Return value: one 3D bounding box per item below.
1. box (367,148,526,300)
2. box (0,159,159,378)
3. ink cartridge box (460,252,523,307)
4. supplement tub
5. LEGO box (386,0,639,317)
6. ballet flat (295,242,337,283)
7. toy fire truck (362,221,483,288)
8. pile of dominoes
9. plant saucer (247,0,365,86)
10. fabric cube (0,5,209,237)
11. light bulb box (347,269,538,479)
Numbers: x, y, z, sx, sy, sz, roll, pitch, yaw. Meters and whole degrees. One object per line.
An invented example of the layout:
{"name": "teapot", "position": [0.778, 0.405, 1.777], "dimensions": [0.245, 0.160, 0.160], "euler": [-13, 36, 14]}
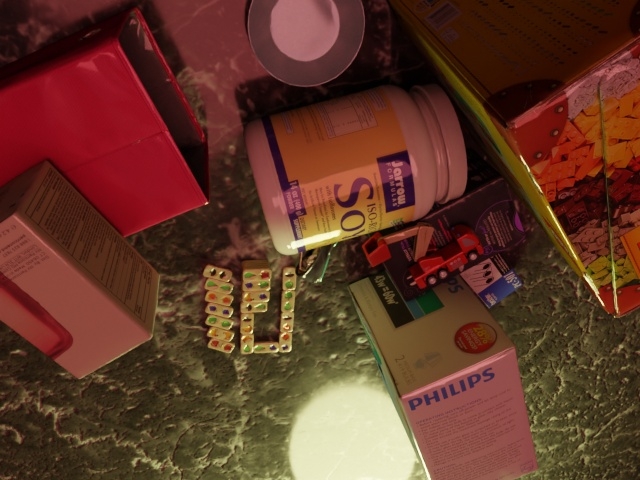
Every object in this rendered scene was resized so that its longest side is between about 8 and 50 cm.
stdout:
{"name": "box", "position": [0.237, -0.031, 1.099], "dimensions": [0.270, 0.143, 0.165], "euler": [-29, 121, 6]}
{"name": "box", "position": [-0.335, 0.040, 0.716], "dimensions": [0.127, 0.149, 0.232], "euler": [-30, 123, 8]}
{"name": "ink cartridge box", "position": [0.369, 0.071, 1.214], "dimensions": [0.097, 0.046, 0.207], "euler": [-38, 139, 11]}
{"name": "supplement tub", "position": [0.055, -0.127, 0.944], "dimensions": [0.331, 0.241, 0.241], "euler": [-16, 122, -3]}
{"name": "LEGO box", "position": [0.311, -0.202, 0.776], "dimensions": [0.193, 0.500, 0.372], "euler": [-34, 128, 16]}
{"name": "ballet flat", "position": [0.000, 0.000, 1.111], "dimensions": [0.074, 0.074, 0.203], "euler": [14, 118, -20]}
{"name": "toy fire truck", "position": [0.188, 0.014, 1.003], "dimensions": [0.192, 0.047, 0.135], "euler": [-31, 119, 7]}
{"name": "pile of dominoes", "position": [-0.151, 0.158, 1.187], "dimensions": [0.196, 0.040, 0.251], "euler": [-2, 120, -12]}
{"name": "plant saucer", "position": [-0.024, -0.356, 0.911], "dimensions": [0.195, 0.037, 0.195], "euler": [-5, 121, -9]}
{"name": "fabric cube", "position": [-0.339, -0.162, 0.830], "dimensions": [0.258, 0.254, 0.259], "euler": [-22, 123, 3]}
{"name": "light bulb box", "position": [0.249, 0.278, 1.160], "dimensions": [0.225, 0.358, 0.361], "euler": [-23, 121, -1]}
